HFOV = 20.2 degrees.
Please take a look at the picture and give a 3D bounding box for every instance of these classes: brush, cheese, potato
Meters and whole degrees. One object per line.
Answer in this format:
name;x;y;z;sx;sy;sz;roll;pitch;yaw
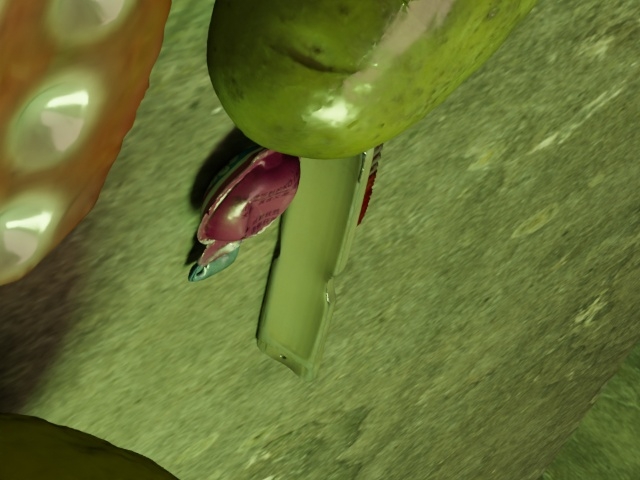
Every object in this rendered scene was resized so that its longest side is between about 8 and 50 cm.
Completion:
brush;0.000;0.000;1.329;0.050;0.060;0.321;-49;164;-33
cheese;-0.052;-0.020;1.204;0.095;0.038;0.145;-30;161;-38
potato;0.041;-0.150;0.977;0.228;0.148;0.197;-48;-176;19

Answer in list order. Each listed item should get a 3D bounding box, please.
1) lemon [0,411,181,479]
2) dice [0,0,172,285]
lemon;-0.171;0.282;1.031;0.350;0.387;0.350;-59;-179;2
dice;-0.170;-0.081;0.605;0.174;0.179;0.175;-17;144;-52
